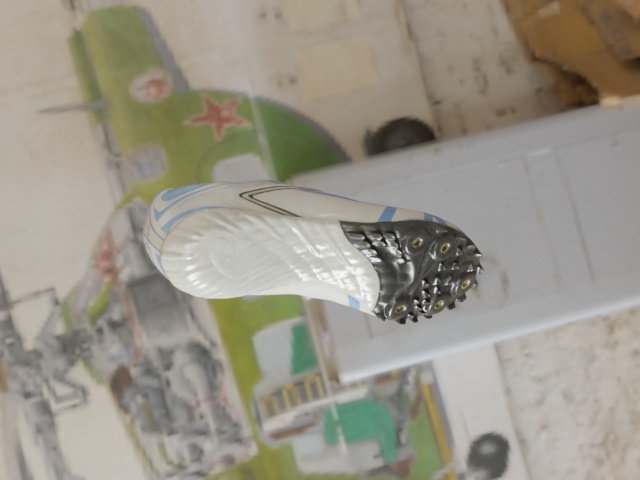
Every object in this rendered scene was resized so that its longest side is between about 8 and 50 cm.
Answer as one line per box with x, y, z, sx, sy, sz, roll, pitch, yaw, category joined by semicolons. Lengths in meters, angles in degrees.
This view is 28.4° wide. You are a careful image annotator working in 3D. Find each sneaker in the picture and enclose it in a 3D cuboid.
0.000;0.000;0.828;0.085;0.237;0.086;-69;29;26;sneaker
